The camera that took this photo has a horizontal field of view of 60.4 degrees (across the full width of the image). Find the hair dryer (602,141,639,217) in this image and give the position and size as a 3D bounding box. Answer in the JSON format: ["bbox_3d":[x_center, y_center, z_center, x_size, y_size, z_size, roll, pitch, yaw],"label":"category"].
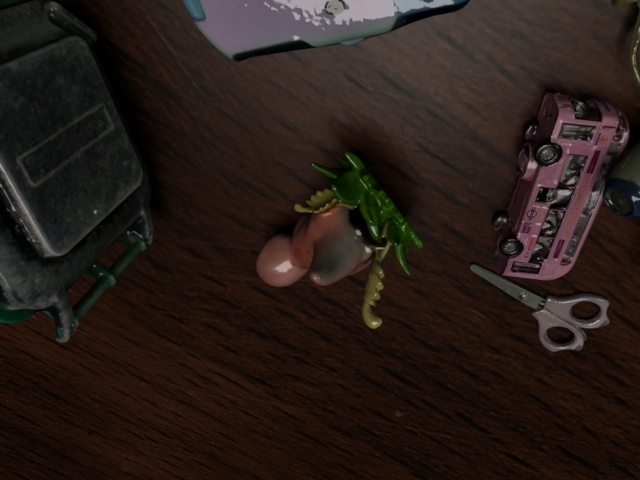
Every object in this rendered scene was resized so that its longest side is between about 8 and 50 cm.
[{"bbox_3d":[0.366,-0.046,0.537,0.167,0.067,0.199,-45,126,1],"label":"hair dryer"}]

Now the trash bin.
[{"bbox_3d":[-0.400,-0.064,0.576,0.381,0.259,0.295,-3,123,20],"label":"trash bin"}]

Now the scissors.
[{"bbox_3d":[0.264,0.075,0.681,0.189,0.015,0.100,29,122,-7],"label":"scissors"}]

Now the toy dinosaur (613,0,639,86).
[{"bbox_3d":[0.277,-0.223,0.466,0.058,0.037,0.180,10,124,9],"label":"toy dinosaur"}]

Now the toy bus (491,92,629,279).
[{"bbox_3d":[0.242,-0.049,0.574,0.090,0.063,0.203,6,126,2],"label":"toy bus"}]

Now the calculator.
[{"bbox_3d":[0.006,-0.259,0.482,0.293,0.051,0.173,-7,120,15],"label":"calculator"}]

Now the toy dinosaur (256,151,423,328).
[{"bbox_3d":[-0.004,-0.004,0.596,0.177,0.194,0.152,-39,120,6],"label":"toy dinosaur"}]
